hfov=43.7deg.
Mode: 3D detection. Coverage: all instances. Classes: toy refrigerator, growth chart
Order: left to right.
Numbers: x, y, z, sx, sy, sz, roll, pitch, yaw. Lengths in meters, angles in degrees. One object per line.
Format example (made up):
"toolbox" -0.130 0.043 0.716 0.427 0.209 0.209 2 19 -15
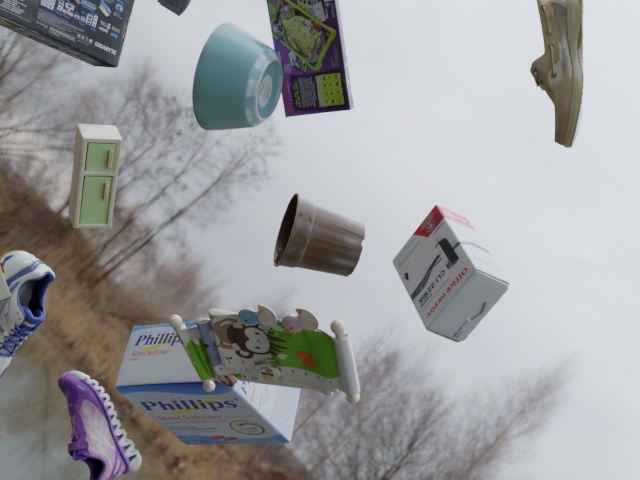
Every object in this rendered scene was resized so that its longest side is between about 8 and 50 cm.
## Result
"toy refrigerator" -0.597 -0.165 2.113 0.094 0.102 0.270 53 -44 48
"growth chart" -0.064 0.132 0.929 0.237 0.021 0.172 1 -43 24

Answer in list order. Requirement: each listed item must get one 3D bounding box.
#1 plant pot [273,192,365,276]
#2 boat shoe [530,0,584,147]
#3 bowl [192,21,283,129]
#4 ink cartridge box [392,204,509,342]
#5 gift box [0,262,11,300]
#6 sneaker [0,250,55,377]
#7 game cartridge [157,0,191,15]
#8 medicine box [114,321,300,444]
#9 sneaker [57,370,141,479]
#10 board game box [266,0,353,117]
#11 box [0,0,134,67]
"plant pot" 0.000 0.000 1.742 0.165 0.167 0.167 17 -10 -12
"boat shoe" 0.455 -0.327 1.539 0.098 0.302 0.109 1 0 18
"bowl" -0.212 -0.441 2.241 0.163 0.312 0.311 17 -24 15
"ink cartridge box" 0.306 0.077 1.916 0.114 0.197 0.273 22 27 -29
"gift box" -0.710 -0.006 1.367 0.255 0.276 0.258 37 -39 44
"sneaker" -0.658 0.174 1.694 0.131 0.297 0.112 19 4 29
"game cartridge" -0.248 -0.433 1.387 0.056 0.017 0.083 34 -42 -3
"medicine box" -0.221 0.295 1.638 0.263 0.149 0.289 -7 -38 24
"sneaker" -0.439 0.362 1.516 0.095 0.104 0.236 -19 -78 48
"board game box" -0.029 -0.537 2.289 0.056 0.208 0.347 -49 133 -66
"box" -0.450 -0.492 1.409 0.073 0.293 0.295 11 -2 34
